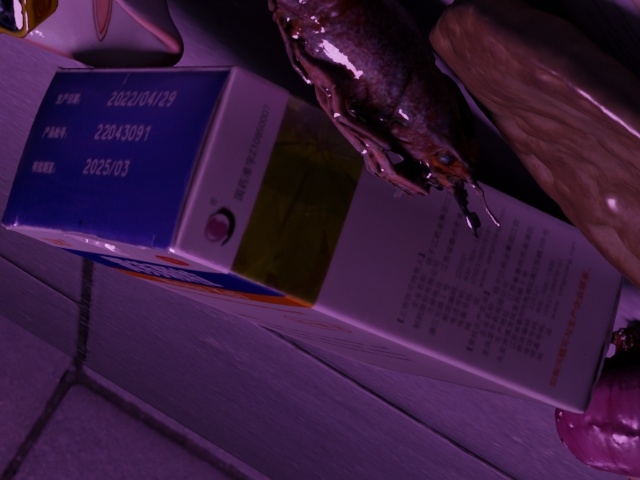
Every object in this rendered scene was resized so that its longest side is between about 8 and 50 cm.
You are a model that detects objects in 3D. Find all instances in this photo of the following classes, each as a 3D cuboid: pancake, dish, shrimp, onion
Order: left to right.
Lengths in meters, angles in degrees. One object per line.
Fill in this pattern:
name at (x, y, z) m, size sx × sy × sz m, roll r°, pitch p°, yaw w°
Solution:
dish at (-0.163, -0.178, 1.042) m, size 0.229 × 0.081 × 0.229 m, roll 26°, pitch 167°, yaw 6°
shrimp at (0.032, -0.075, 0.966) m, size 0.190 × 0.075 × 0.073 m, roll 48°, pitch 166°, yaw -20°
pancake at (0.133, -0.036, 0.896) m, size 0.222 × 0.042 × 0.236 m, roll 44°, pitch 178°, yaw 36°
onion at (0.204, 0.104, 1.228) m, size 0.115 × 0.115 × 0.104 m, roll 154°, pitch 103°, yaw -74°

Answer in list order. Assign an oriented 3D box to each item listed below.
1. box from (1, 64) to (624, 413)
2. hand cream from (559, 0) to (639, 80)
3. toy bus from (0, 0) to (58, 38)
box at (0.000, 0.000, 1.114) m, size 0.299 × 0.106 × 0.200 m, roll 22°, pitch 172°, yaw -34°
hand cream at (0.165, -0.062, 0.842) m, size 0.210 × 0.043 × 0.067 m, roll 45°, pitch 160°, yaw -27°
toy bus at (-0.235, -0.217, 0.869) m, size 0.331 × 0.151 × 0.145 m, roll 24°, pitch 138°, yaw 22°
